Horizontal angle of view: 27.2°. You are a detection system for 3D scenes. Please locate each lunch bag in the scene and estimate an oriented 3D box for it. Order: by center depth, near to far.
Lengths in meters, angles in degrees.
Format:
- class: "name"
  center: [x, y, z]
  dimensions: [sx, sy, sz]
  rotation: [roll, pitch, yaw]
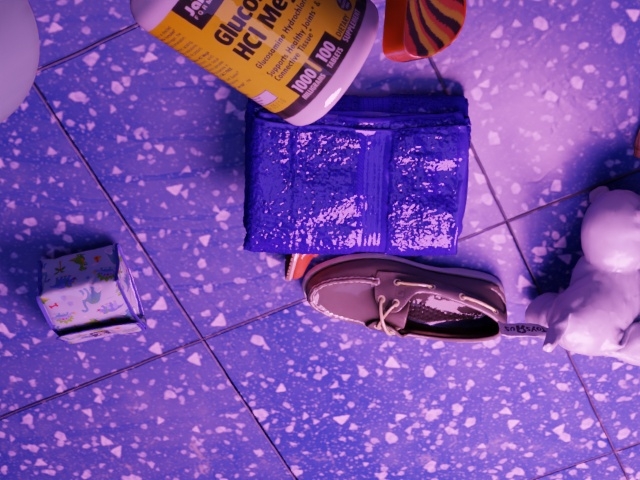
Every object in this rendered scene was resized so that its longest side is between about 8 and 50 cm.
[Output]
- class: "lunch bag"
  center: [-0.335, 0.093, 1.939]
  dimensions: [0.129, 0.096, 0.151]
  rotation: [-10, 138, 3]

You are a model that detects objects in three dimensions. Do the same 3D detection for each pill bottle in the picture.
- class: "pill bottle"
  center: [-0.109, -0.299, 1.617]
  dimensions: [0.334, 0.188, 0.188]
  rotation: [31, 118, -20]

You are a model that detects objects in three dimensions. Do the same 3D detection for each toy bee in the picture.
- class: "toy bee"
  center: [0.149, -0.367, 1.596]
  dimensions: [0.162, 0.195, 0.298]
  rotation: [-6, 115, -26]

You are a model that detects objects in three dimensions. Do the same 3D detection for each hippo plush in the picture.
- class: "hippo plush"
  center: [0.400, 0.043, 1.880]
  dimensions: [0.294, 0.234, 0.236]
  rotation: [13, 93, -26]

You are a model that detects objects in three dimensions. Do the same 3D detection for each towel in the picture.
- class: "towel"
  center: [0.048, -0.086, 1.797]
  dimensions: [0.308, 0.076, 0.227]
  rotation: [1, 105, -2]

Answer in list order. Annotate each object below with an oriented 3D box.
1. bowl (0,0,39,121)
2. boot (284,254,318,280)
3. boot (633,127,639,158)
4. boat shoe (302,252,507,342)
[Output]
- class: "bowl"
  center: [-0.524, -0.224, 1.679]
  dimensions: [0.312, 0.163, 0.311]
  rotation: [-1, 124, -1]
- class: "boot"
  center: [0.000, 0.000, 1.900]
  dimensions: [0.085, 0.059, 0.158]
  rotation: [16, 121, -17]
- class: "boot"
  center: [0.487, -0.164, 1.812]
  dimensions: [0.106, 0.037, 0.114]
  rotation: [1, 119, -4]
- class: "boat shoe"
  center: [0.125, 0.091, 1.940]
  dimensions: [0.305, 0.091, 0.109]
  rotation: [5, 123, -4]
